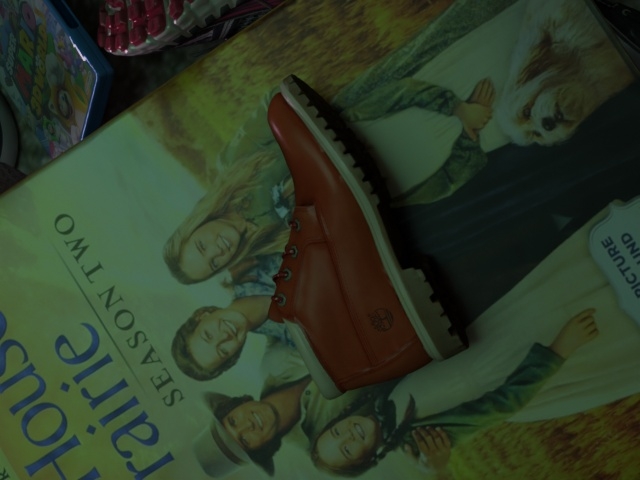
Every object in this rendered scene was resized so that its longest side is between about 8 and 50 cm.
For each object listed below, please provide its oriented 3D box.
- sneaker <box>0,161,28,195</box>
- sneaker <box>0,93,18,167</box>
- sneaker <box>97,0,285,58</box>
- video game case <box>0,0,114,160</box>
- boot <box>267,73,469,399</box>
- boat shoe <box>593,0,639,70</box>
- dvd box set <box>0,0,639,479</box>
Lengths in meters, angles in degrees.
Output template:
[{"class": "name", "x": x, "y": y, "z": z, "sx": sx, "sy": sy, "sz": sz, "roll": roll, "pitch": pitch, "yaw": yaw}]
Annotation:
[{"class": "sneaker", "x": -0.191, "y": 0.089, "z": 1.005, "sx": 0.153, "sy": 0.101, "sz": 0.268, "roll": -38, "pitch": 71, "yaw": 23}, {"class": "sneaker", "x": -0.354, "y": -0.158, "z": 1.233, "sx": 0.321, "sy": 0.127, "sz": 0.126, "roll": 48, "pitch": 114, "yaw": 27}, {"class": "sneaker", "x": -0.033, "y": -0.170, "z": 1.035, "sx": 0.299, "sy": 0.112, "sz": 0.121, "roll": -8, "pitch": 67, "yaw": 46}, {"class": "video game case", "x": -0.201, "y": -0.135, "z": 1.161, "sx": 0.166, "sy": 0.015, "sz": 0.119, "roll": 54, "pitch": 145, "yaw": 23}, {"class": "boot", "x": 0.000, "y": 0.000, "z": 0.807, "sx": 0.084, "sy": 0.059, "sz": 0.158, "roll": -27, "pitch": 87, "yaw": 13}, {"class": "boat shoe", "x": 0.178, "y": -0.106, "z": 0.928, "sx": 0.040, "sy": 0.049, "sz": 0.142, "roll": -40, "pitch": 61, "yaw": -11}, {"class": "dvd box set", "x": 0.000, "y": 0.045, "z": 0.866, "sx": 0.420, "sy": 0.062, "sz": 0.307, "roll": -33, "pitch": 86, "yaw": 8}]
